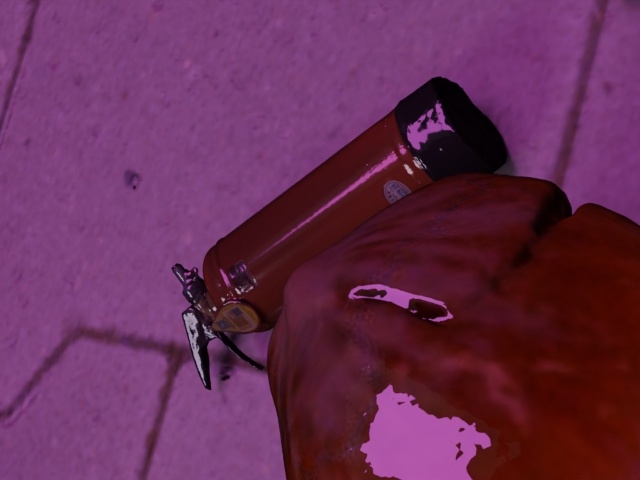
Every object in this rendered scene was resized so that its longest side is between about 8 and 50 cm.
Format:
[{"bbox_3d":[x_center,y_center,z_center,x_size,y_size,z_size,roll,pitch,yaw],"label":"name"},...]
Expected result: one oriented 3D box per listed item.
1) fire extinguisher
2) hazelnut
[{"bbox_3d":[0.000,0.000,0.752,0.177,0.050,0.062,-37,92,23],"label":"fire extinguisher"},{"bbox_3d":[0.061,0.071,0.601,0.182,0.182,0.182,-15,64,33],"label":"hazelnut"}]
